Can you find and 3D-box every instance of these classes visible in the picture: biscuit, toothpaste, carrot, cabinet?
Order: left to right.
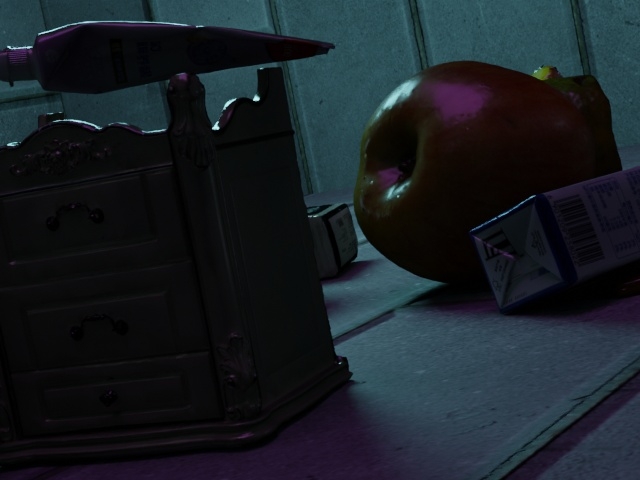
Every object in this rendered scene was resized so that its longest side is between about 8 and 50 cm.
[{"bbox_3d":[-0.165,0.019,1.257,0.290,0.318,0.227,-8,7,24],"label":"cabinet"},{"bbox_3d":[-0.137,-0.166,1.216,0.301,0.048,0.075,-5,-24,-7],"label":"toothpaste"},{"bbox_3d":[0.310,-0.124,2.083,0.340,0.241,0.241,-11,6,-10],"label":"carrot"},{"bbox_3d":[0.379,0.038,1.473,0.130,0.019,0.119,-7,8,35],"label":"biscuit"}]

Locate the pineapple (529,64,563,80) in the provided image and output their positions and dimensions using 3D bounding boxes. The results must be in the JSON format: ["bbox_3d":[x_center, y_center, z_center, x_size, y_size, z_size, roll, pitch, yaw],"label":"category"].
[{"bbox_3d":[0.323,-0.096,2.338,0.344,0.209,0.286,-35,21,32],"label":"pineapple"}]

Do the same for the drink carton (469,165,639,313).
[{"bbox_3d":[0.332,-0.018,1.535,0.315,0.107,0.130,-16,-8,-34],"label":"drink carton"}]

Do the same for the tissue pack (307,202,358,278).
[{"bbox_3d":[0.000,0.000,2.119,0.090,0.103,0.170,-14,5,16],"label":"tissue pack"}]

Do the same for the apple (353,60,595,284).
[{"bbox_3d":[0.179,-0.078,1.707,0.301,0.302,0.301,-11,6,1],"label":"apple"}]
